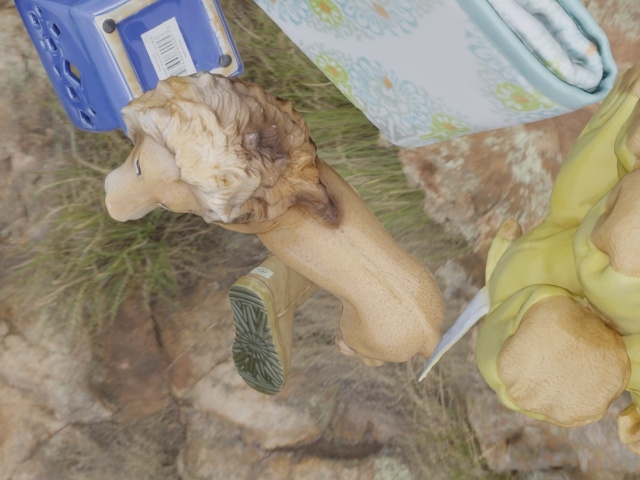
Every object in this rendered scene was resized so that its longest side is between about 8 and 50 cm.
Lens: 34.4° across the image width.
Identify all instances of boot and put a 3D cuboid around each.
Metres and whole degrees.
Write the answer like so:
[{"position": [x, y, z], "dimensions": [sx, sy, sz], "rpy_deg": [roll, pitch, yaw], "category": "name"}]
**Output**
[{"position": [-0.023, 0.074, 1.565], "dimensions": [0.089, 0.269, 0.236], "rpy_deg": [22, 135, 23], "category": "boot"}]

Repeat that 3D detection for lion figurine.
[{"position": [0.000, 0.000, 0.828], "dimensions": [0.392, 0.240, 0.142], "rpy_deg": [33, 85, -23], "category": "lion figurine"}]

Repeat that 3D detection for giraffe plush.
[{"position": [0.169, 0.046, 0.483], "dimensions": [0.171, 0.181, 0.210], "rpy_deg": [31, 138, -2], "category": "giraffe plush"}]

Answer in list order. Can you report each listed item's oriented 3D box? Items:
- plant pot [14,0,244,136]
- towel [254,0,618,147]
[{"position": [-0.257, -0.288, 1.459], "dimensions": [0.236, 0.212, 0.236], "rpy_deg": [-35, 125, -22], "category": "plant pot"}, {"position": [0.064, -0.246, 0.998], "dimensions": [0.374, 0.320, 0.090], "rpy_deg": [44, 71, -20], "category": "towel"}]
